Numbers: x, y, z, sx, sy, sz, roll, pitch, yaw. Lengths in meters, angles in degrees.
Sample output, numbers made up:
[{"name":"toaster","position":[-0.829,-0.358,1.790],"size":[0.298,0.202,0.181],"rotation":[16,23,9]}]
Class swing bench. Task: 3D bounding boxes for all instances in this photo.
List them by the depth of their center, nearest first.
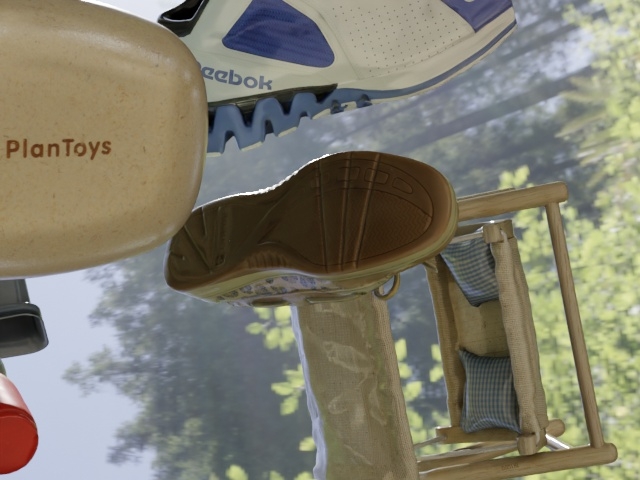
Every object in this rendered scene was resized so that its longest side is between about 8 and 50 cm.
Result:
[{"name":"swing bench","position":[0.103,0.094,1.169],"size":[0.255,0.165,0.253],"rotation":[-12,-88,-8]}]

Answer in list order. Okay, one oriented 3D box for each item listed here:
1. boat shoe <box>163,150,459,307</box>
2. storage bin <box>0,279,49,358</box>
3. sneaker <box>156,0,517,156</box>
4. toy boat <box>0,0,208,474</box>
[{"name":"boat shoe","position":[0.000,0.000,1.032],"size":[0.089,0.285,0.104],"rotation":[31,-119,-43]},{"name":"storage bin","position":[-0.313,0.049,1.119],"size":[0.135,0.098,0.091],"rotation":[-10,-116,-10]},{"name":"sneaker","position":[-0.003,-0.203,1.073],"size":[0.316,0.127,0.182],"rotation":[-21,-60,7]},{"name":"toy boat","position":[-0.217,-0.009,0.855],"size":[0.267,0.148,0.318],"rotation":[3,-76,-31]}]
